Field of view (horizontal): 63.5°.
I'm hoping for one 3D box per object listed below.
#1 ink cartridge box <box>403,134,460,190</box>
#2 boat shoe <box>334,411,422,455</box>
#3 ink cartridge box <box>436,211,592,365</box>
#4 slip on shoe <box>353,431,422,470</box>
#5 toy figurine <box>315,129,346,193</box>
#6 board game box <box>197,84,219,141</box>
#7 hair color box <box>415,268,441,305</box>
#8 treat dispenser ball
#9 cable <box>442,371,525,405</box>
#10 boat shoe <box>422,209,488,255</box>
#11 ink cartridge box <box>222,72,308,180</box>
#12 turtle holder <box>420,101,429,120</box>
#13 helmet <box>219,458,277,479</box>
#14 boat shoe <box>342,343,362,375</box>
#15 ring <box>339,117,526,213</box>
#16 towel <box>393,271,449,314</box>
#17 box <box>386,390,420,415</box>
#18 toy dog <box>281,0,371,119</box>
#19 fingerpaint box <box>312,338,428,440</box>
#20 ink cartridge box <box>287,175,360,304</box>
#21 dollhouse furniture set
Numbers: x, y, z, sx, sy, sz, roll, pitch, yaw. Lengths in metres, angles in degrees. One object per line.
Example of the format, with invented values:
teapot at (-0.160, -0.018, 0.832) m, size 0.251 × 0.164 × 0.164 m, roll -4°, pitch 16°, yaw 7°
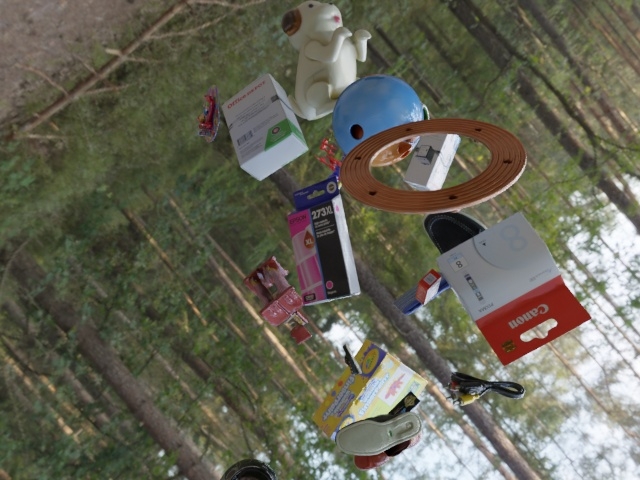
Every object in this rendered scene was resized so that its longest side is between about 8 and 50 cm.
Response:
ink cartridge box at (0.335, -0.244, 1.544) m, size 0.140 × 0.082 × 0.190 m, roll 15°, pitch 96°, yaw -62°
boat shoe at (0.140, 0.486, 1.305) m, size 0.233 × 0.084 × 0.079 m, roll -5°, pitch 168°, yaw -23°
ink cartridge box at (0.589, 0.142, 1.599) m, size 0.308 × 0.385 × 0.091 m, roll -29°, pitch 151°, yaw 3°
slip on shoe at (0.257, 0.836, 2.088) m, size 0.331 × 0.123 × 0.101 m, roll -37°, pitch 157°, yaw 25°
toy figurine at (0.053, -0.305, 2.242) m, size 0.217 × 0.191 × 0.362 m, roll -61°, pitch -176°, yaw 35°
board game box at (-0.338, -0.378, 1.531) m, size 0.033 × 0.168 × 0.133 m, roll 1°, pitch 171°, yaw -30°
hair color box at (0.363, 0.159, 1.746) m, size 0.072 × 0.043 × 0.141 m, roll -41°, pitch 156°, yaw -15°
treat dispenser ball at (0.181, -0.377, 1.634) m, size 0.288 × 0.288 × 0.288 m, roll -42°, pitch -175°, yaw 4°
cable at (0.588, 0.542, 1.887) m, size 0.139 × 0.287 × 0.072 m, roll -110°, pitch -154°, yaw -64°
boat shoe at (0.540, 0.084, 1.794) m, size 0.187 × 0.500 × 0.156 m, roll -35°, pitch -172°, yaw 34°
ink cartridge box at (-0.190, -0.384, 1.742) m, size 0.211 × 0.289 × 0.121 m, roll -29°, pitch 150°, yaw 17°
turtle holder at (0.330, -0.534, 2.200) m, size 0.228 × 0.320 × 0.243 m, roll 3°, pitch -125°, yaw 25°
helmet at (-0.183, 0.631, 1.279) m, size 0.169 × 0.169 × 0.161 m, roll -45°, pitch 171°, yaw -27°
boat shoe at (0.104, 0.423, 1.825) m, size 0.042 × 0.133 × 0.049 m, roll -21°, pitch -157°, yaw 7°
ring at (0.202, -0.140, 0.958) m, size 0.337 × 0.032 × 0.336 m, roll -10°, pitch -144°, yaw 7°
towel at (0.412, 0.209, 2.071) m, size 0.243 × 0.040 × 0.336 m, roll -35°, pitch 179°, yaw 0°
box at (0.260, 0.618, 1.793) m, size 0.175 × 0.051 × 0.220 m, roll -39°, pitch 157°, yaw -14°
toy dog at (0.016, -0.679, 1.925) m, size 0.285 × 0.407 × 0.395 m, roll -22°, pitch -167°, yaw -36°
fingerpaint box at (0.235, 0.737, 2.395) m, size 0.444 × 0.371 × 0.163 m, roll -55°, pitch -143°, yaw -6°
ink cartridge box at (0.000, 0.000, 1.568) m, size 0.176 × 0.370 × 0.069 m, roll -18°, pitch 165°, yaw 33°
dollhouse furniture set at (-0.115, 0.251, 1.971) m, size 0.152 × 0.374 × 0.201 m, roll -38°, pitch -134°, yaw 1°
